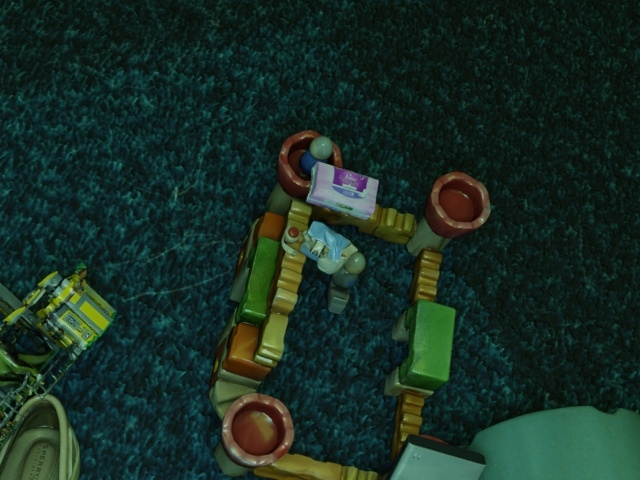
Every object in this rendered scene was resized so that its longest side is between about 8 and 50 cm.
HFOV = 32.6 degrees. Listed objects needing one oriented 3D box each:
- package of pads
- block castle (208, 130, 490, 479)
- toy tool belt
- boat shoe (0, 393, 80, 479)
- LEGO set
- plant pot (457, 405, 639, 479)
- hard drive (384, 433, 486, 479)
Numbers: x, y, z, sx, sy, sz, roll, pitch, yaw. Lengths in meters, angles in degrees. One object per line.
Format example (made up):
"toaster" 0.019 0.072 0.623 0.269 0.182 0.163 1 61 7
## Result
"package of pads" 0.026 -0.061 1.329 0.083 0.032 0.050 16 62 -14
"block castle" 0.042 0.098 1.396 0.303 0.213 0.453 15 63 -10
"toy tool belt" 0.000 0.000 1.278 0.083 0.051 0.052 29 59 -6
"boat shoe" -0.336 0.321 1.178 0.122 0.110 0.341 4 44 -5
"LEGO set" -0.411 0.129 1.219 0.192 0.255 0.331 45 66 -14
"plant pot" 0.306 0.394 1.294 0.341 0.341 0.334 2 58 -16
"hard drive" 0.118 0.288 1.248 0.094 0.135 0.022 17 27 -11
